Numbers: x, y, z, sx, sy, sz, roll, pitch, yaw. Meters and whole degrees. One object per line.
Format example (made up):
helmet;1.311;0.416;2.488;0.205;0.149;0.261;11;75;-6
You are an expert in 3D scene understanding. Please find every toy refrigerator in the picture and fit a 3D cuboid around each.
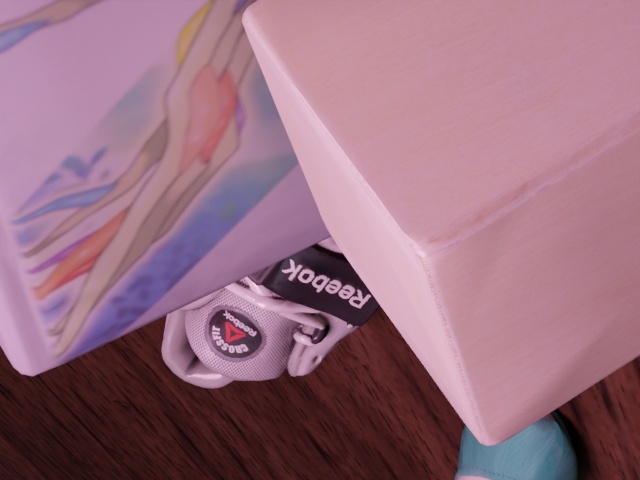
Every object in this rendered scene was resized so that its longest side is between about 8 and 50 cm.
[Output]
toy refrigerator;0.122;-0.072;0.431;0.094;0.269;0.102;54;174;32

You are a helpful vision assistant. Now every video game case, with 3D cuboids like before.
video game case;0.034;-0.116;0.403;0.036;0.300;0.329;57;165;28

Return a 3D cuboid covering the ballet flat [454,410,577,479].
ballet flat;0.125;0.187;1.196;0.083;0.087;0.247;21;156;11

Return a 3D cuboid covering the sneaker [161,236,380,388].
sneaker;0.000;0.000;0.860;0.122;0.146;0.330;30;155;-6
